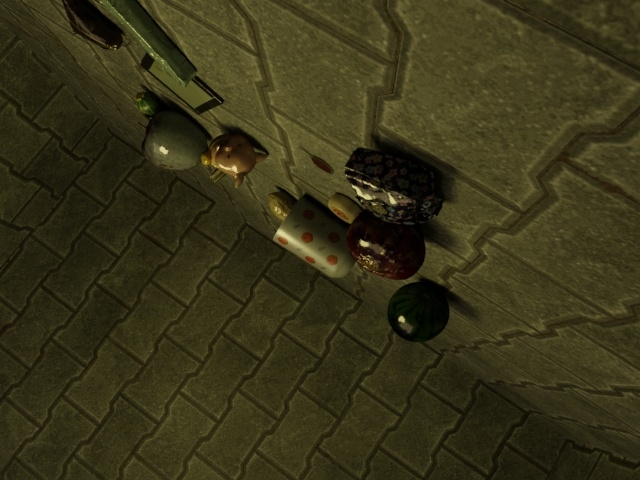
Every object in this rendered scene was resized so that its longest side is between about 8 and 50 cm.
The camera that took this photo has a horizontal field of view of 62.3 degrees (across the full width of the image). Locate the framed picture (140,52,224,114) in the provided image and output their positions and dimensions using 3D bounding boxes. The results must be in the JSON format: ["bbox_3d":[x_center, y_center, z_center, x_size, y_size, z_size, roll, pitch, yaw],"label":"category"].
[{"bbox_3d":[-0.463,-0.521,1.742,0.265,0.016,0.347,40,170,-23],"label":"framed picture"}]

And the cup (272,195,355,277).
[{"bbox_3d":[0.000,0.000,2.091,0.318,0.212,0.212,35,170,0],"label":"cup"}]

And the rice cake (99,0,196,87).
[{"bbox_3d":[-0.460,-0.550,1.440,0.063,0.066,0.336,27,168,38],"label":"rice cake"}]

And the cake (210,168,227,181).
[{"bbox_3d":[-0.414,-0.308,2.268,0.055,0.140,0.051,47,174,49],"label":"cake"}]

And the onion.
[{"bbox_3d":[0.192,0.005,1.547,0.247,0.190,0.246,19,153,10],"label":"onion"}]

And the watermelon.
[{"bbox_3d":[0.380,0.277,2.063,0.242,0.242,0.242,34,170,7],"label":"watermelon"}]

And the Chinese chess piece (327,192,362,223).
[{"bbox_3d":[0.082,-0.106,1.779,0.122,0.051,0.122,34,171,6],"label":"Chinese chess piece"}]

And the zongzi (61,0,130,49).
[{"bbox_3d":[-0.699,-0.680,1.625,0.187,0.084,0.184,27,160,5],"label":"zongzi"}]

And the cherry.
[{"bbox_3d":[-0.604,-0.405,2.156,0.297,0.217,0.255,17,141,-22],"label":"cherry"}]

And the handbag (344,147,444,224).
[{"bbox_3d":[0.166,-0.115,1.242,0.229,0.126,0.207,21,164,25],"label":"handbag"}]

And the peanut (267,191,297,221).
[{"bbox_3d":[-0.118,-0.113,2.250,0.257,0.123,0.124,42,169,-18],"label":"peanut"}]

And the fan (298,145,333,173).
[{"bbox_3d":[-0.014,-0.241,1.591,0.133,0.005,0.085,37,171,-19],"label":"fan"}]

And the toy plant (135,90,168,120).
[{"bbox_3d":[-0.698,-0.547,2.185,0.093,0.092,0.162,30,169,31],"label":"toy plant"}]

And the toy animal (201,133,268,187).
[{"bbox_3d":[-0.325,-0.307,1.896,0.248,0.165,0.149,35,178,44],"label":"toy animal"}]
